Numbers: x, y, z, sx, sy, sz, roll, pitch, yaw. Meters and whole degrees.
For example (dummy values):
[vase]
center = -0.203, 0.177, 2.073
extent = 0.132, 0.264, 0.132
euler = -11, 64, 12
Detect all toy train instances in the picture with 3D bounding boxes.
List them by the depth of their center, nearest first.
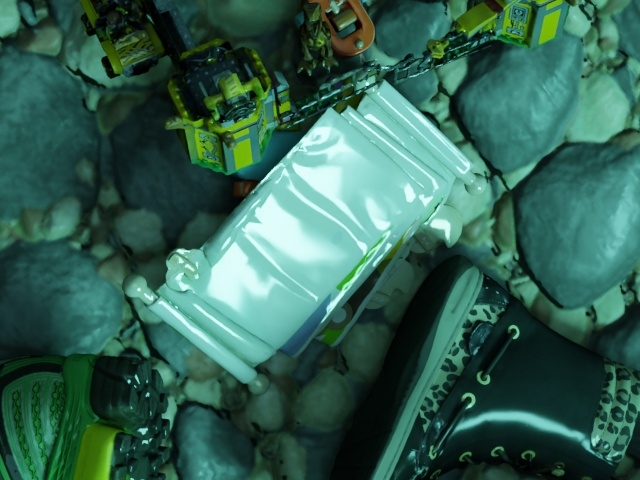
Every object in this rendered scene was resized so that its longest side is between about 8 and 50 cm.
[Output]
[toy train]
center = -0.017, -0.102, 1.101
extent = 0.166, 0.046, 0.125
euler = -39, 100, -12

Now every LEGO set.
[LEGO set]
center = 0.004, -0.208, 0.985
extent = 0.331, 0.192, 0.255
euler = -16, 68, -6

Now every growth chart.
[growth chart]
center = 0.000, 0.000, 1.090
extent = 0.237, 0.021, 0.172
euler = -44, 129, -5

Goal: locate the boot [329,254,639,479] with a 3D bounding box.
[boot]
center = 0.115, 0.150, 1.118
extent = 0.179, 0.085, 0.236
euler = 29, 76, -14

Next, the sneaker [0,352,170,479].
[sneaker]
center = -0.188, 0.237, 1.054
extent = 0.146, 0.134, 0.343
euler = 7, 96, 11
